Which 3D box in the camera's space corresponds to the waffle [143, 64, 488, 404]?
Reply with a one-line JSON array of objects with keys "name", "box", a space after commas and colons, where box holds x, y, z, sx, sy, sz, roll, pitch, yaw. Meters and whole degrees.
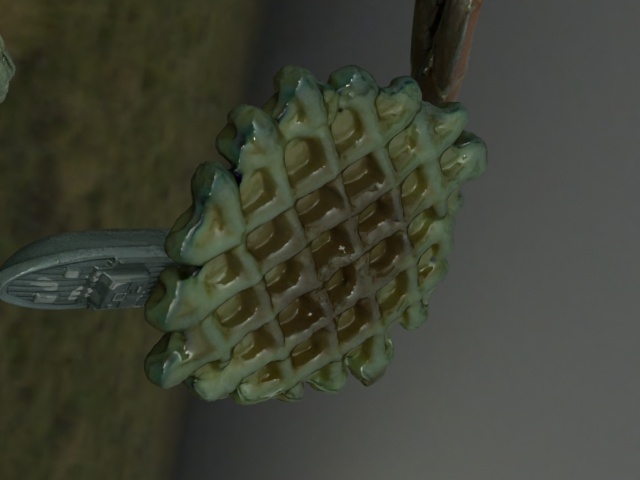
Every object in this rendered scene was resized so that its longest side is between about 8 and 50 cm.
[{"name": "waffle", "box": [0.000, 0.000, 1.292, 0.056, 0.309, 0.292, 36, -70, 42]}]

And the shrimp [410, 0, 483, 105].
[{"name": "shrimp", "box": [0.124, -0.233, 1.396, 0.164, 0.062, 0.317, -95, -163, -60]}]

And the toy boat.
[{"name": "toy boat", "box": [-0.162, 0.033, 1.425, 0.078, 0.260, 0.085, -55, -132, 41]}]

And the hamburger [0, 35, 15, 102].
[{"name": "hamburger", "box": [-0.325, -0.168, 1.495, 0.121, 0.084, 0.054, 54, 41, -43]}]
